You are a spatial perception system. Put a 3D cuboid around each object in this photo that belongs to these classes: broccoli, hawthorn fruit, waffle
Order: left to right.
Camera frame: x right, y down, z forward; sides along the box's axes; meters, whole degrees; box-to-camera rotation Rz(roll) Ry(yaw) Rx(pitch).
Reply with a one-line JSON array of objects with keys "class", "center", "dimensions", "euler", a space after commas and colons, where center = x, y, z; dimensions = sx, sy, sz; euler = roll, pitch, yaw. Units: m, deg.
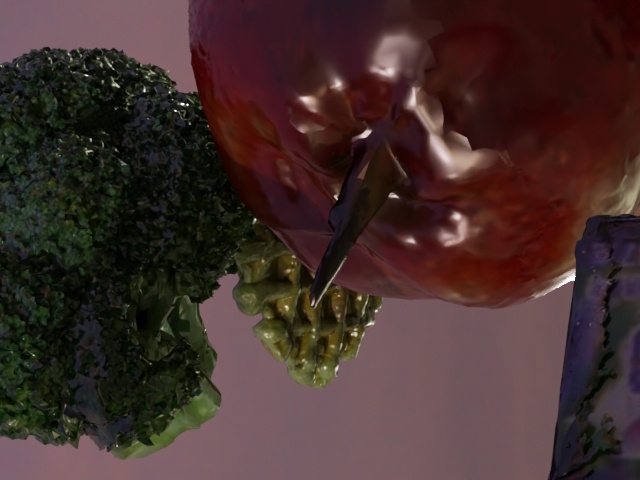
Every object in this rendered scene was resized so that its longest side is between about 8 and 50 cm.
[{"class": "broccoli", "center": [-0.152, 0.015, 0.878], "dimensions": [0.241, 0.269, 0.261], "euler": [45, -149, -35]}, {"class": "waffle", "center": [0.000, 0.000, 1.040], "dimensions": [0.183, 0.036, 0.169], "euler": [56, -130, -45]}, {"class": "hawthorn fruit", "center": [0.041, -0.072, 0.743], "dimensions": [0.300, 0.254, 0.254], "euler": [-61, -38, -39]}]

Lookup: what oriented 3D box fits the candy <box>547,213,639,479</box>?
[{"class": "candy", "center": [0.205, 0.032, 0.360], "dimensions": [0.061, 0.312, 0.088], "euler": [52, -137, -51]}]

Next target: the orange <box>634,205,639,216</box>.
[{"class": "orange", "center": [0.302, -0.106, 1.136], "dimensions": [0.264, 0.264, 0.264], "euler": [-3, -90, -68]}]
